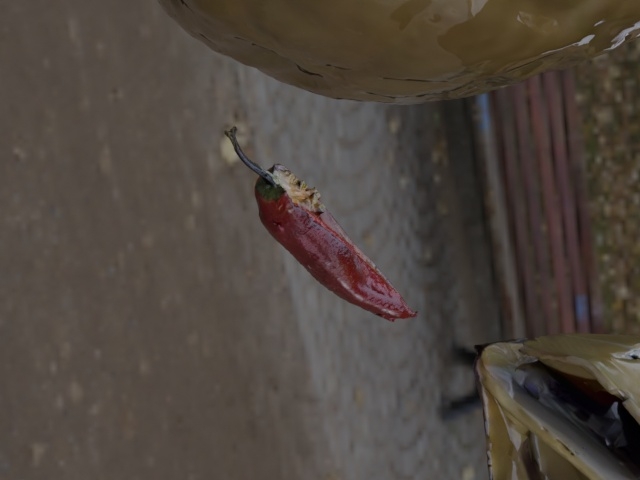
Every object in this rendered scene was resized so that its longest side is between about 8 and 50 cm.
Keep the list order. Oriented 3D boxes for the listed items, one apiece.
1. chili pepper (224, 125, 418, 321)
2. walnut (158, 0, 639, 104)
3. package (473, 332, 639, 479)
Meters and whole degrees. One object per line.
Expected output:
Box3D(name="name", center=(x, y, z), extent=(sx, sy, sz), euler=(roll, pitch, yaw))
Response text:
Box3D(name="chili pepper", center=(0.000, 0.000, 1.266), extent=(0.268, 0.050, 0.059), euler=(47, 6, -42))
Box3D(name="walnut", center=(0.047, -0.179, 0.502), extent=(0.313, 0.277, 0.252), euler=(-157, -132, -70))
Box3D(name="package", center=(0.192, 0.105, 0.607), extent=(0.311, 0.221, 0.165), euler=(8, 85, -48))
